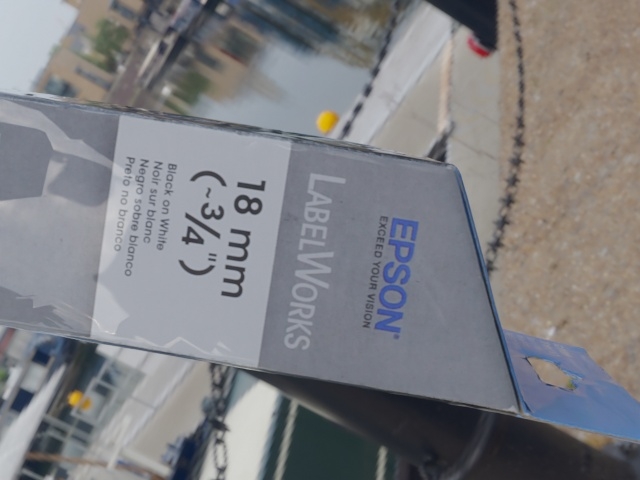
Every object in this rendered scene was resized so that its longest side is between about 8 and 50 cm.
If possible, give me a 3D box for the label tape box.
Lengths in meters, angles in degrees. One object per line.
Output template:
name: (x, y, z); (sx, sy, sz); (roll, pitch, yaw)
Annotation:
label tape box: (0.000, 0.000, 0.533); (0.240, 0.333, 0.106); (-51, -30, -84)
